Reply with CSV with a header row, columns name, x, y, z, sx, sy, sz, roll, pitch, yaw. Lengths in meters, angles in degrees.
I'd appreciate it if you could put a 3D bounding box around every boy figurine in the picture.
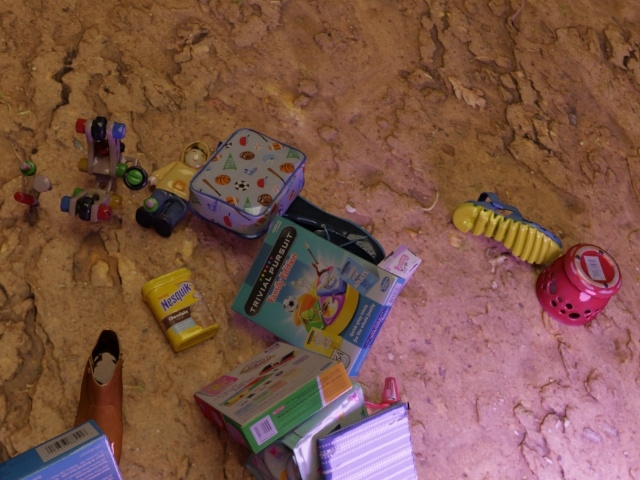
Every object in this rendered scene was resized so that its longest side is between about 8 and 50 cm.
name,x,y,z,sx,sy,sz,roll,pitch,yaw
boy figurine,-0.358,-0.139,2.050,0.177,0.092,0.285,27,56,4

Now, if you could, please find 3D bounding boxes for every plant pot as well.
name,x,y,z,sx,sy,sz,roll,pitch,yaw
plant pot,0.718,0.115,2.177,0.191,0.174,0.191,10,55,-14

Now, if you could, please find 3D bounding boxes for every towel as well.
name,x,y,z,sx,sy,sz,roll,pitch,yaw
towel,0.108,0.526,1.650,0.243,0.040,0.336,-15,101,-37

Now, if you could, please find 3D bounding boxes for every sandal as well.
name,x,y,z,sx,sy,sz,roll,pitch,yaw
sandal,0.543,-0.049,2.253,0.317,0.126,0.138,29,46,9

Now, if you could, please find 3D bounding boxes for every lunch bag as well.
name,x,y,z,sx,sy,sz,roll,pitch,yaw
lunch bag,-0.186,-0.153,2.012,0.243,0.115,0.303,23,48,14
lunch bag,-0.018,0.419,1.678,0.160,0.262,0.223,45,55,14

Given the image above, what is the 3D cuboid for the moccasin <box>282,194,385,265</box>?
name,x,y,z,sx,sy,sz,roll,pitch,yaw
moccasin,0.000,0.000,2.060,0.342,0.137,0.117,26,46,18

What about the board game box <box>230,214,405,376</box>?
name,x,y,z,sx,sy,sz,roll,pitch,yaw
board game box,-0.011,0.126,1.849,0.336,0.079,0.253,27,92,21

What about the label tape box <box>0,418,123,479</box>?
name,x,y,z,sx,sy,sz,roll,pitch,yaw
label tape box,-0.480,0.549,1.507,0.241,0.106,0.333,-23,109,-27

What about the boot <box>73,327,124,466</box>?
name,x,y,z,sx,sy,sz,roll,pitch,yaw
boot,-0.453,0.345,1.618,0.104,0.211,0.295,3,57,-15

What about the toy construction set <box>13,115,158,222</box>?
name,x,y,z,sx,sy,sz,roll,pitch,yaw
toy construction set,-0.574,-0.151,1.953,0.309,0.237,0.257,-16,88,-6

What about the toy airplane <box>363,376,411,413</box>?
name,x,y,z,sx,sy,sz,roll,pitch,yaw
toy airplane,0.144,0.396,1.890,0.151,0.028,0.151,9,54,-12

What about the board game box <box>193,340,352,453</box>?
name,x,y,z,sx,sy,sz,roll,pitch,yaw
board game box,-0.109,0.318,1.674,0.242,0.316,0.064,-30,104,-21

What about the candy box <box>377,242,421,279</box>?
name,x,y,z,sx,sy,sz,roll,pitch,yaw
candy box,0.148,0.120,1.972,0.070,0.196,0.165,42,55,12

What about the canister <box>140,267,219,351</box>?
name,x,y,z,sx,sy,sz,roll,pitch,yaw
canister,-0.329,0.164,1.866,0.126,0.073,0.170,-23,68,-29
